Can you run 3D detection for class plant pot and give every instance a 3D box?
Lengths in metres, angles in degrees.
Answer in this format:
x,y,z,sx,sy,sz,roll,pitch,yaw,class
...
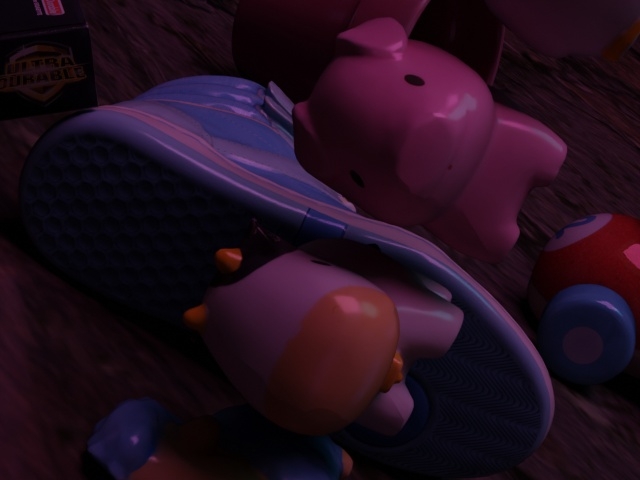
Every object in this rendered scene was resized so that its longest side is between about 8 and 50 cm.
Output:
x,y,z,sx,sy,sz,roll,pitch,yaw,class
0.033,-0.165,1.161,0.180,0.201,0.201,25,15,28,plant pot

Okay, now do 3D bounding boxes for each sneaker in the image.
x,y,z,sx,sy,sz,roll,pitch,yaw,class
0.000,0.000,0.803,0.319,0.127,0.208,33,21,-2,sneaker

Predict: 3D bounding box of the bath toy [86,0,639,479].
x,y,z,sx,sy,sz,roll,pitch,yaw,class
0.031,-0.031,0.601,0.129,0.348,0.151,30,7,-5,bath toy

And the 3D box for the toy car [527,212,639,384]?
x,y,z,sx,sy,sz,roll,pitch,yaw,class
0.295,-0.006,1.054,0.210,0.238,0.219,24,20,6,toy car

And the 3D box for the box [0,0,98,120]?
x,y,z,sx,sy,sz,roll,pitch,yaw,class
-0.228,-0.130,0.756,0.175,0.051,0.220,-9,34,-13,box
